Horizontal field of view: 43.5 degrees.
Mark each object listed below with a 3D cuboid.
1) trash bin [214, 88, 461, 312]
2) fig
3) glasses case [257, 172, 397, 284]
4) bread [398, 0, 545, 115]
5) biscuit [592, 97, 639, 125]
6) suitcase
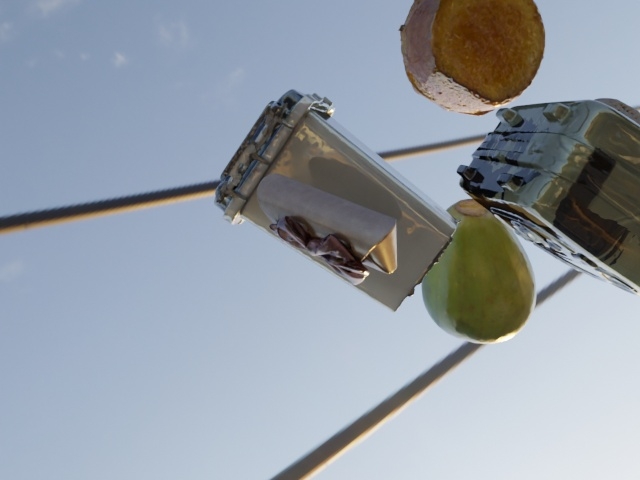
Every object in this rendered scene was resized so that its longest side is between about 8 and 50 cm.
[{"bbox_3d":[0.032,-0.060,1.326,0.256,0.367,0.296,-54,-5,9],"label":"trash bin"},{"bbox_3d":[0.349,0.063,1.792,0.258,0.258,0.327,-20,-68,-24],"label":"fig"},{"bbox_3d":[0.000,0.000,0.996,0.070,0.193,0.103,-43,-37,-35],"label":"glasses case"},{"bbox_3d":[0.324,-0.412,1.671,0.312,0.172,0.313,-3,-80,-18],"label":"bread"},{"bbox_3d":[0.640,-0.122,1.668,0.064,0.282,0.432,97,-169,-55],"label":"biscuit"},{"bbox_3d":[0.383,-0.052,1.077,0.339,0.351,0.194,33,-86,-9],"label":"suitcase"}]
